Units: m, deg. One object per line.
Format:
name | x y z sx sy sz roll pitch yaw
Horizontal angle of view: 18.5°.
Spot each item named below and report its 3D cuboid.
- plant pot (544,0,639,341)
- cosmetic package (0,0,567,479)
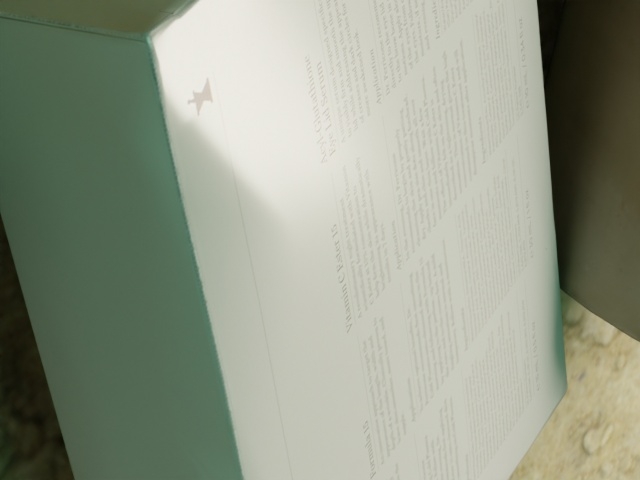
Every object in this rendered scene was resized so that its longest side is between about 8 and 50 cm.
plant pot | 0.247 -0.083 1.014 0.323 0.323 0.280 6 117 -46
cosmetic package | 0.000 0.000 0.843 0.284 0.097 0.377 -51 142 -44
